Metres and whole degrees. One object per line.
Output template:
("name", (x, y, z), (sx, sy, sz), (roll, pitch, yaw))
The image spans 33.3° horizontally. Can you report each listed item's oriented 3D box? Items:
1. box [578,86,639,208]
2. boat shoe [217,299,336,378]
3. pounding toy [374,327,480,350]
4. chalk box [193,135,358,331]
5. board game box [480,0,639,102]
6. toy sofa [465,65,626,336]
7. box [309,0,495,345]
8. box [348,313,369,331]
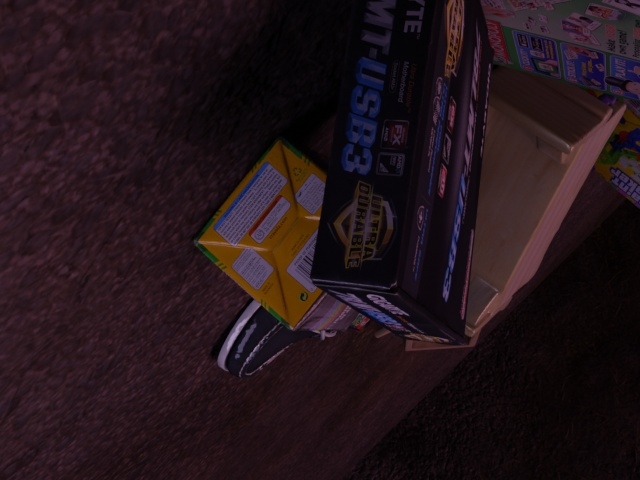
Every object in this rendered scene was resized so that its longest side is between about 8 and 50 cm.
("box", (0.539, -0.209, 1.646), (0.177, 0.290, 0.279), (-39, 163, -29))
("boat shoe", (0.006, 0.061, 1.272), (0.302, 0.091, 0.114), (-47, 164, -1))
("pounding toy", (0.179, 0.117, 1.835), (0.181, 0.094, 0.206), (-4, 159, 1))
("chalk box", (0.000, 0.000, 1.047), (0.132, 0.132, 0.213), (-51, 164, 7))
("board game box", (0.237, -0.211, 0.985), (0.046, 0.214, 0.317), (-69, 162, -5))
("toy sofa", (0.243, -0.064, 1.423), (0.177, 0.150, 0.362), (-36, 155, -43))
("box", (0.083, -0.076, 0.885), (0.293, 0.073, 0.295), (38, 59, -68))
("box", (0.058, 0.071, 1.530), (0.114, 0.036, 0.207), (-48, 164, 3))
